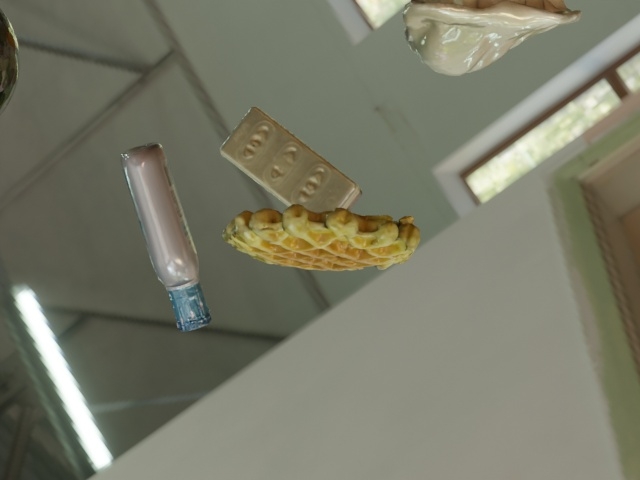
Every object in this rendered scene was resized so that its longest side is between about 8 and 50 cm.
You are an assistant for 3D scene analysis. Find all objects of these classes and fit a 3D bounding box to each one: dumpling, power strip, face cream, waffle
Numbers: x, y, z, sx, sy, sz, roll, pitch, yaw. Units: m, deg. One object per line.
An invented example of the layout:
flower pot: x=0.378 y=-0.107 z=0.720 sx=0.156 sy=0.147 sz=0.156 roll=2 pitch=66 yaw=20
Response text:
dumpling: x=0.255 y=-0.325 z=1.793 sx=0.243 sy=0.187 sz=0.318 roll=16 pitch=-152 yaw=20
power strip: x=-0.048 y=-0.119 z=2.101 sx=0.257 sy=0.105 sz=0.070 roll=38 pitch=-177 yaw=15
face cream: x=-0.270 y=-0.005 z=2.153 sx=0.163 sy=0.080 sz=0.336 roll=-115 pitch=9 yaw=-80
waffle: x=0.000 y=0.002 z=1.536 sx=0.261 sy=0.250 sz=0.056 roll=110 pitch=163 yaw=-82

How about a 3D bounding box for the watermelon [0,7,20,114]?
watermelon: x=-0.610 y=-0.259 z=1.804 sx=0.279 sy=0.279 sz=0.359 roll=53 pitch=-144 yaw=0
